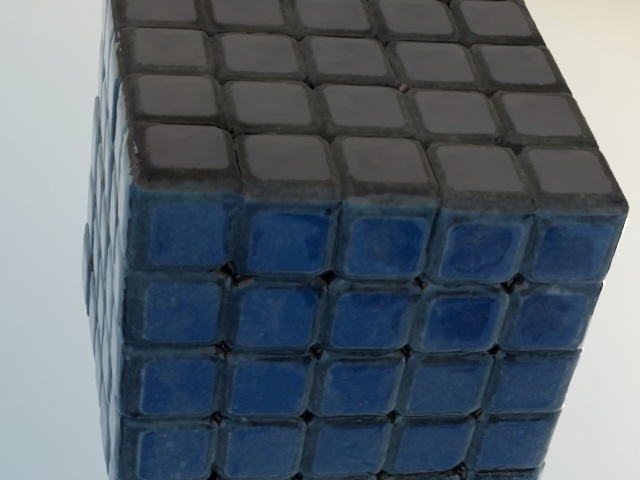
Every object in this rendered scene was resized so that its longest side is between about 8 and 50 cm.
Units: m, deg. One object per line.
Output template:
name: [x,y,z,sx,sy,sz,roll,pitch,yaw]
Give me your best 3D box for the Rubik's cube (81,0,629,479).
Rubik's cube: [0.000,0.000,0.771,0.236,0.237,0.238,1,-141,-13]
